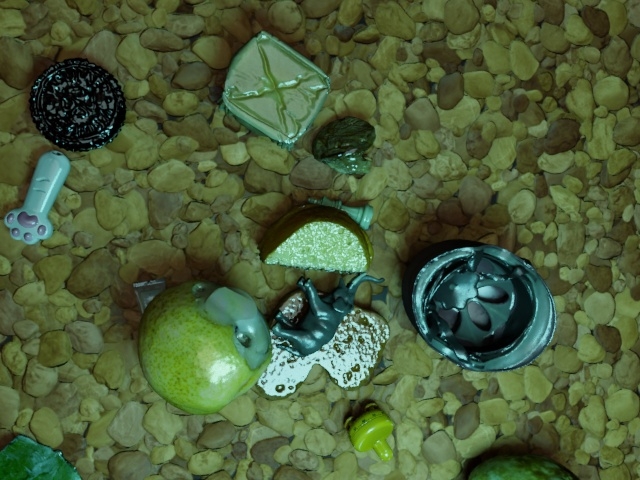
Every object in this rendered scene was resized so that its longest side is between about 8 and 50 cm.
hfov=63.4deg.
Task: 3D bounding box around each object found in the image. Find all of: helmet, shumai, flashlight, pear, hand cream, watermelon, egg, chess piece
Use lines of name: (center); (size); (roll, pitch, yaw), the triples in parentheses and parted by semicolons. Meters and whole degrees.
helmet: (0.327, 0.130, 1.153); (0.338, 0.197, 0.271); (25, 96, -17)
shumai: (0.049, -0.207, 1.161); (0.139, 0.105, 0.123); (-9, 49, -19)
flashlight: (-0.576, -0.090, 1.066); (0.093, 0.047, 0.200); (23, 88, -9)
pear: (-0.232, 0.208, 1.033); (0.271, 0.271, 0.271); (0, 92, -10)
hand cream: (-0.355, 0.190, 1.119); (0.067, 0.043, 0.209); (-9, 88, -11)
watermelon: (-0.628, 0.582, 1.024); (0.302, 0.151, 0.264); (-39, 98, -7)
egg: (0.474, 0.605, 1.172); (0.289, 0.238, 0.238); (27, 87, 0)
chess piece: (0.042, -0.070, 1.171); (0.149, 0.059, 0.059); (16, 89, -6)

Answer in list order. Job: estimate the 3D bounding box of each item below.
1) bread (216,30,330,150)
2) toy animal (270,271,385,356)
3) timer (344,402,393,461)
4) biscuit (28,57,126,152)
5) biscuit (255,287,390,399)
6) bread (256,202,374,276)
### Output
bread: (-0.102, -0.317, 1.112); (0.210, 0.110, 0.192); (29, 93, -9)
toy animal: (0.005, 0.134, 1.110); (0.137, 0.082, 0.269); (46, 78, -8)
timer: (0.119, 0.439, 1.170); (0.107, 0.109, 0.107); (-20, 136, -21)
biscuit: (-0.499, -0.277, 1.071); (0.194, 0.053, 0.194); (0, 92, -10)
biscuit: (-0.001, 0.250, 1.170); (0.277, 0.052, 0.262); (20, 85, -8)
bread: (-0.004, -0.009, 1.113); (0.260, 0.129, 0.134); (3, 107, -7)
